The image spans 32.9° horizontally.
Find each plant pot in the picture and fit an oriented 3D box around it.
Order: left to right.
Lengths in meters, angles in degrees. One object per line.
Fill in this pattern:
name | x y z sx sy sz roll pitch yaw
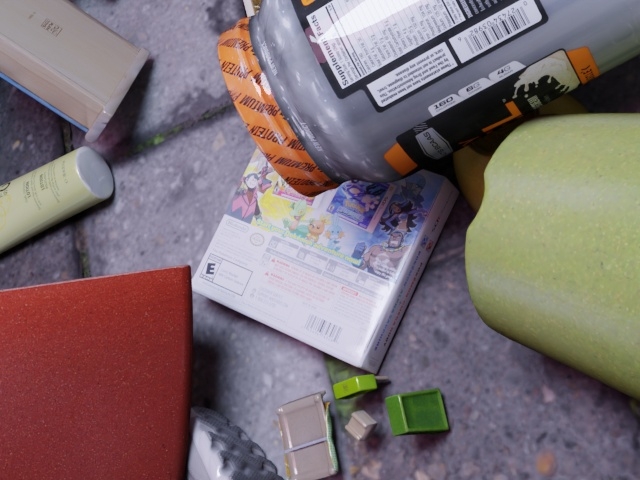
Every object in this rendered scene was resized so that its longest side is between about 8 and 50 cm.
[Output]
plant pot | -0.264 0.171 0.936 0.267 0.267 0.236 -19 80 54
plant pot | 0.168 -0.085 0.929 0.134 0.095 0.134 -8 70 24
plant pot | 0.256 0.012 0.778 0.254 0.276 0.276 16 80 42

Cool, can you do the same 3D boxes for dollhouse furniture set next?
dollhouse furniture set | -0.353 -0.160 1.229 0.303 0.198 0.286 -45 18 36
dollhouse furniture set | 0.033 0.163 0.954 0.151 0.058 0.076 -26 69 38

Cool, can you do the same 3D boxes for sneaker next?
sneaker | -0.080 0.274 0.925 0.115 0.105 0.281 -33 61 15

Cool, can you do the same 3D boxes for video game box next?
video game box | 0.000 0.000 1.012 0.205 0.048 0.187 22 86 30

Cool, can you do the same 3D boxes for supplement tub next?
supplement tub | 0.092 -0.170 0.829 0.316 0.193 0.193 -27 63 16

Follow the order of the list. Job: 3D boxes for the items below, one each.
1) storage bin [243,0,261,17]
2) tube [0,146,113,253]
storage bin | 0.033 -0.280 1.047 0.260 0.123 0.262 -23 65 17
tube | -0.337 -0.029 1.186 0.240 0.062 0.070 -22 24 24
